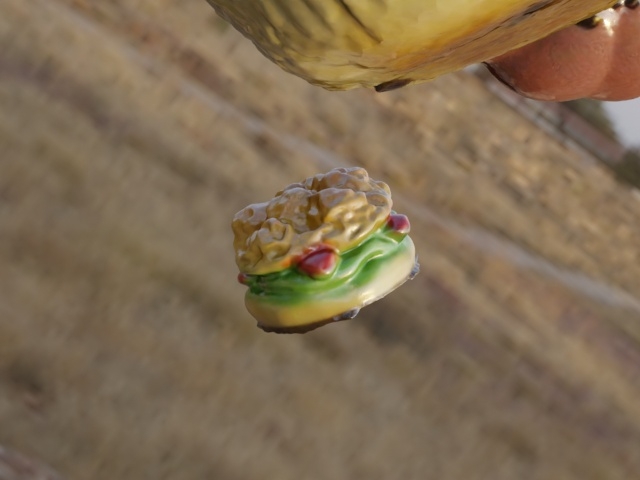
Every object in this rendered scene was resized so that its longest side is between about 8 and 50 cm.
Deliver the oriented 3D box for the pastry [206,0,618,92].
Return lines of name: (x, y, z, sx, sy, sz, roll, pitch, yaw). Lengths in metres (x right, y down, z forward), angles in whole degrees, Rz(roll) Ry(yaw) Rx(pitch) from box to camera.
pastry: (0.070, -0.277, 1.242, 0.388, 0.389, 0.312, 0, 70, -80)

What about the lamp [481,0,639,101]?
lamp: (0.219, -0.267, 1.606, 0.305, 0.305, 0.239, 36, 1, -12)

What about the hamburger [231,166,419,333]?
hamburger: (0.000, 0.000, 2.236, 0.237, 0.237, 0.149, -120, -171, -75)
